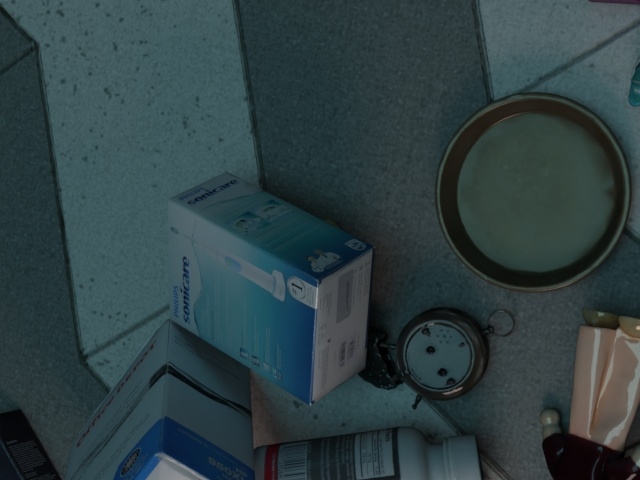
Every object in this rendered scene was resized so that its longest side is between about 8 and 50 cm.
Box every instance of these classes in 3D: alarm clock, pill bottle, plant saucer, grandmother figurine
[{"bbox_3d":[0.188,0.152,1.817,0.192,0.064,0.129,-29,85,10],"label":"alarm clock"},{"bbox_3d":[0.069,0.355,1.794,0.319,0.176,0.176,-8,87,7],"label":"pill bottle"},{"bbox_3d":[0.295,-0.066,1.783,0.278,0.041,0.277,1,92,24],"label":"plant saucer"},{"bbox_3d":[0.361,0.266,1.704,0.208,0.104,0.342,7,84,66],"label":"grandmother figurine"}]

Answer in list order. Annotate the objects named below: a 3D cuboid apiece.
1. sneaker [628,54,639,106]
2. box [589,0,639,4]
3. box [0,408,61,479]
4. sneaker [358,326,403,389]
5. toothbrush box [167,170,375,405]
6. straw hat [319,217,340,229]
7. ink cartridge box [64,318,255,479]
[{"bbox_3d":[0.525,-0.156,1.663,0.275,0.107,0.110,38,125,24],"label":"sneaker"},{"bbox_3d":[0.458,-0.430,1.662,0.214,0.117,0.243,8,93,24],"label":"box"},{"bbox_3d":[-0.539,0.391,2.134,0.156,0.093,0.158,-38,77,20],"label":"box"},{"bbox_3d":[0.061,0.139,1.888,0.089,0.051,0.170,-11,91,24],"label":"sneaker"},{"bbox_3d":[-0.077,0.063,1.833,0.295,0.126,0.216,26,129,33],"label":"toothbrush box"},{"bbox_3d":[0.000,0.000,1.901,0.144,0.144,0.061,26,62,22],"label":"straw hat"},{"bbox_3d":[-0.237,0.333,1.830,0.166,0.395,0.285,34,107,-17],"label":"ink cartridge box"}]
